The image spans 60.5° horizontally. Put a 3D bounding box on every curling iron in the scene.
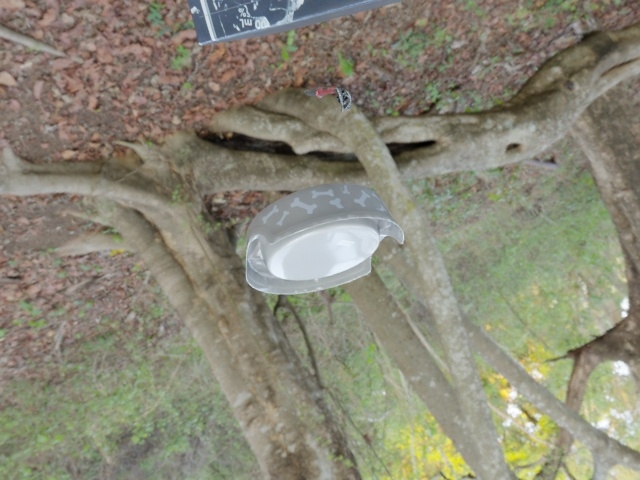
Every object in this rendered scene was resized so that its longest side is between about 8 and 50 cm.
[{"bbox_3d":[0.010,-0.397,1.505,0.035,0.068,0.274,-30,-152,-15],"label":"curling iron"}]

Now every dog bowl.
[{"bbox_3d":[0.000,0.000,1.189,0.349,0.102,0.348,-14,155,-6],"label":"dog bowl"}]

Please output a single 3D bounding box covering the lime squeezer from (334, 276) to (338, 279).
[{"bbox_3d":[-0.060,0.024,1.448,0.110,0.310,0.059,-40,133,7],"label":"lime squeezer"}]

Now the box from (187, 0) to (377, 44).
[{"bbox_3d":[-0.013,-0.631,0.940,0.480,0.471,0.297,-1,-156,32],"label":"box"}]
